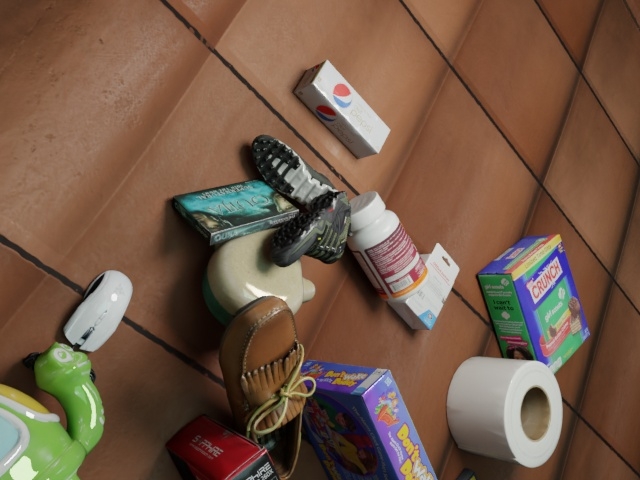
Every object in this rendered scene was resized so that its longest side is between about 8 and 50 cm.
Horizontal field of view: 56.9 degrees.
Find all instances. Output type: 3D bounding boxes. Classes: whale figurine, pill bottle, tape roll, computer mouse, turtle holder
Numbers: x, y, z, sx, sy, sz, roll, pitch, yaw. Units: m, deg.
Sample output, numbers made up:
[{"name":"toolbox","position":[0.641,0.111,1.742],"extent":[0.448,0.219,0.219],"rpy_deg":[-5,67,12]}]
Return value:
[{"name":"whale figurine","position":[-0.111,0.052,1.069],"extent":[0.216,0.141,0.272],"rpy_deg":[33,41,-12]},{"name":"pill bottle","position":[0.130,0.013,1.254],"extent":[0.121,0.121,0.221],"rpy_deg":[-45,113,-33]},{"name":"tape roll","position":[0.449,0.409,1.437],"extent":[0.246,0.169,0.246],"rpy_deg":[6,81,-39]},{"name":"computer mouse","position":[-0.352,0.129,0.905],"extent":[0.106,0.042,0.193],"rpy_deg":[40,63,-28]},{"name":"turtle holder","position":[-0.413,0.270,0.715],"extent":[0.320,0.243,0.227],"rpy_deg":[-40,95,-17]}]

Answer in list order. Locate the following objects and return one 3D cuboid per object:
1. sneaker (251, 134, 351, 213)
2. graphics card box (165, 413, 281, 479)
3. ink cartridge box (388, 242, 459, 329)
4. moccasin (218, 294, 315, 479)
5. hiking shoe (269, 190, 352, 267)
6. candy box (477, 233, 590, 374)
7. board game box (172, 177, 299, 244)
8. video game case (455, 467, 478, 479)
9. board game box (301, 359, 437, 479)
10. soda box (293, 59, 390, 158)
[{"name":"sneaker","position":[-0.042,-0.120,1.160],"extent":[0.234,0.106,0.078],"rpy_deg":[39,98,-14]},{"name":"graphics card box","position":[-0.100,0.479,0.947],"extent":[0.094,0.233,0.370],"rpy_deg":[-31,105,-31]},{"name":"ink cartridge box","position":[0.243,0.105,1.372],"extent":[0.104,0.060,0.180],"rpy_deg":[47,59,-24]},{"name":"moccasin","position":[-0.080,0.247,0.938],"extent":[0.139,0.147,0.380],"rpy_deg":[-20,131,-37]},{"name":"hiking shoe","position":[0.000,0.000,1.037],"extent":[0.227,0.086,0.114],"rpy_deg":[-44,117,-46]},{"name":"candy box","position":[0.581,0.175,1.597],"extent":[0.268,0.122,0.317],"rpy_deg":[-29,102,-37]},{"name":"board game box","position":[-0.148,-0.056,1.044],"extent":[0.186,0.126,0.026],"rpy_deg":[-19,135,-39]},{"name":"video game case","position":[0.331,0.731,1.394],"extent":[0.248,0.035,0.274],"rpy_deg":[-31,104,-36]},{"name":"board game box","position":[0.088,0.399,1.107],"extent":[0.078,0.233,0.347],"rpy_deg":[-33,106,-36]},{"name":"soda box","position":[0.048,-0.273,1.253],"extent":[0.216,0.069,0.074],"rpy_deg":[41,62,-27]}]
